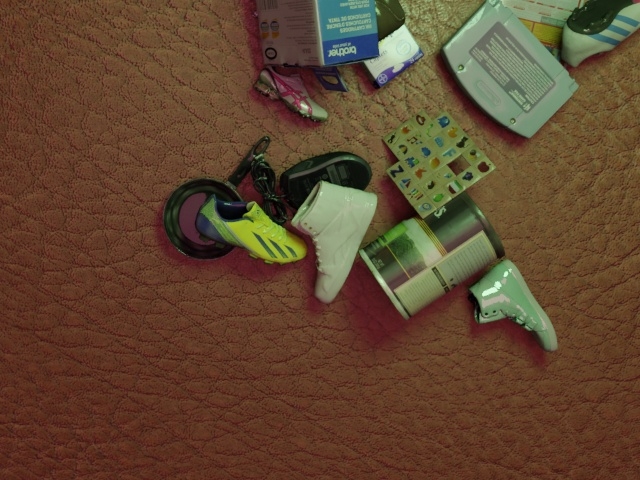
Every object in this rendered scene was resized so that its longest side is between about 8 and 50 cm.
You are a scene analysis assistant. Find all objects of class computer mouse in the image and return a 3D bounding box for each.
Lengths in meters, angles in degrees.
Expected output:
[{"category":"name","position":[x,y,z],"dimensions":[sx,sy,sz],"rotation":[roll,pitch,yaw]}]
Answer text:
[{"category":"computer mouse","position":[-0.017,-0.146,1.615],"dimensions":[0.272,0.072,0.188],"rotation":[-13,125,3]}]

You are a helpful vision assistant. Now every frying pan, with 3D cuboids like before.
[{"category":"frying pan","position":[-0.254,-0.112,1.622],"dimensions":[0.197,0.053,0.326],"rotation":[15,98,-8]}]

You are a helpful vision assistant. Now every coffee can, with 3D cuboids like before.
[{"category":"coffee can","position":[0.256,0.030,1.604],"dimensions":[0.275,0.201,0.201],"rotation":[-35,100,3]}]

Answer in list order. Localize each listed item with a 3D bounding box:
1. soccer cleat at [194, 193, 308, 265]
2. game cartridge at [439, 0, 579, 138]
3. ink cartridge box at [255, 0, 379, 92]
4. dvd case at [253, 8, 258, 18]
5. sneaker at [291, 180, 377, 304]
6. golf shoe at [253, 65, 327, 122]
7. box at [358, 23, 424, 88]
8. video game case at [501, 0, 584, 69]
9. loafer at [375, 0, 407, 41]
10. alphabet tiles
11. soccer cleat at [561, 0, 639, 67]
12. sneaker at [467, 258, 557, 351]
[{"category":"soccer cleat","position":[-0.144,-0.025,1.585],"dimensions":[0.289,0.093,0.121],"rotation":[17,116,-27]},{"category":"game cartridge","position":[0.426,-0.387,1.591],"dimensions":[0.297,0.062,0.198],"rotation":[43,99,-10]},{"category":"ink cartridge box","position":[-0.018,-0.503,1.427],"dimensions":[0.151,0.270,0.395],"rotation":[-15,111,-27]},{"category":"dvd case","position":[-0.082,-0.522,1.579],"dimensions":[0.119,0.013,0.087],"rotation":[28,97,-7]},{"category":"sneaker","position":[0.000,0.000,1.611],"dimensions":[0.169,0.108,0.292],"rotation":[16,108,-16]},{"category":"golf shoe","position":[-0.057,-0.338,1.586],"dimensions":[0.186,0.067,0.086],"rotation":[30,96,-8]},{"category":"box","position":[0.144,-0.440,1.579],"dimensions":[0.126,0.072,0.137],"rotation":[-36,100,3]},{"category":"video game case","position":[0.492,-0.483,1.617],"dimensions":[0.204,0.025,0.285],"rotation":[11,99,-6]},{"category":"loafer","position":[0.088,-0.600,1.498],"dimensions":[0.130,0.134,0.366],"rotation":[-16,92,-20]},{"category":"alphabet tiles","position":[0.252,-0.189,1.588],"dimensions":[0.198,0.009,0.237],"rotation":[-35,60,3]},{"category":"soccer cleat","position":[0.682,-0.514,1.593],"dimensions":[0.331,0.143,0.116],"rotation":[-29,59,-14]},{"category":"sneaker","position":[0.465,0.191,1.701],"dimensions":[0.151,0.094,0.256],"rotation":[-33,91,-3]}]
